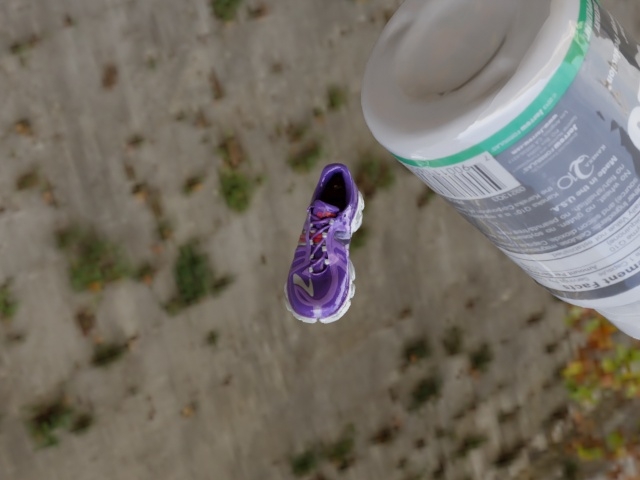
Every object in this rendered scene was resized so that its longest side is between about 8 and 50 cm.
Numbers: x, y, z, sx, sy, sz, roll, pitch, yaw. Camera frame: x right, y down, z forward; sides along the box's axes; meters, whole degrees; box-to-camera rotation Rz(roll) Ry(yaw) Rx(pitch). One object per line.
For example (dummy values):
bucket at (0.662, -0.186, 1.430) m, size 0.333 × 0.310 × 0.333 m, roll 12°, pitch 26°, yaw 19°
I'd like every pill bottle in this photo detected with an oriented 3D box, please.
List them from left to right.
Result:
pill bottle at (0.218, -0.070, 1.309) m, size 0.204 × 0.361 × 0.204 m, roll -27°, pitch -137°, yaw 29°

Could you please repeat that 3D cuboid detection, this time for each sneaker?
sneaker at (0.000, 0.000, 1.477) m, size 0.068 × 0.071 × 0.170 m, roll 2°, pitch -121°, yaw 9°
